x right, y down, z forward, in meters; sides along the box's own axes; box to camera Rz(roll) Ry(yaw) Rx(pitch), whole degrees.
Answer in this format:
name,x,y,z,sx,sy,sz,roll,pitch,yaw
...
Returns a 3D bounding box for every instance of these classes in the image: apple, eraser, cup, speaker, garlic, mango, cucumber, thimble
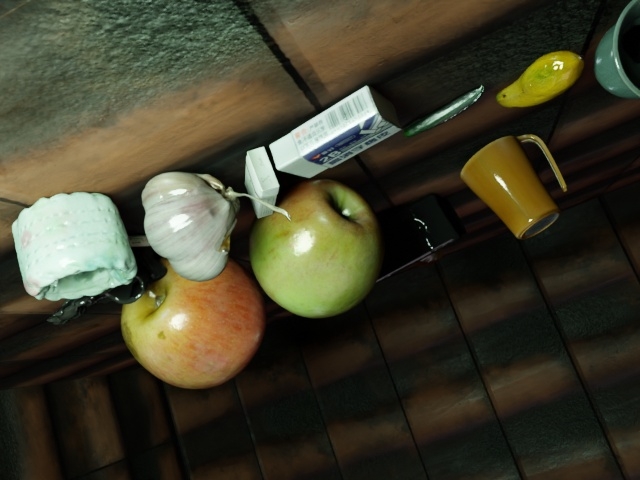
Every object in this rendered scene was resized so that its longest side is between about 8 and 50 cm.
name,x,y,z,sx,sy,sz,roll,pitch,yaw
apple,-0.330,0.197,1.410,0.364,0.364,0.364,-19,167,-5
eraser,0.028,-0.187,0.982,0.210,0.068,0.124,-26,168,25
cup,0.531,-0.154,1.463,0.226,0.264,0.182,-34,156,11
speaker,0.288,-0.003,1.805,0.388,0.180,0.184,-28,169,6
garlic,-0.201,-0.041,1.027,0.256,0.207,0.207,-10,164,-21
mango,0.431,-0.308,1.062,0.098,0.075,0.190,7,163,-22
cup,0.585,-0.338,1.005,0.199,0.199,0.150,-18,-175,-6
cucumber,0.246,-0.255,1.097,0.184,0.036,0.033,-25,158,27
apple,0.000,0.011,1.233,0.319,0.319,0.277,-5,155,-47
thimble,-0.427,0.015,0.973,0.185,0.149,0.211,-25,165,17

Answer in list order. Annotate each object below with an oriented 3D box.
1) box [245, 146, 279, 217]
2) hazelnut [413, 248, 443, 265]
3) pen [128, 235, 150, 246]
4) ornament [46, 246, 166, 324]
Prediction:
name,x,y,z,sx,sy,sz,roll,pitch,yaw
box,-0.116,-0.108,1.057,0.040,0.084,0.154,-16,167,-15
hazelnut,0.354,-0.006,1.986,0.186,0.210,0.210,-46,162,9
pen,-0.364,0.000,1.260,0.028,0.028,0.239,-29,163,36
ornament,-0.480,0.115,1.177,0.251,0.106,0.260,-23,-165,12
